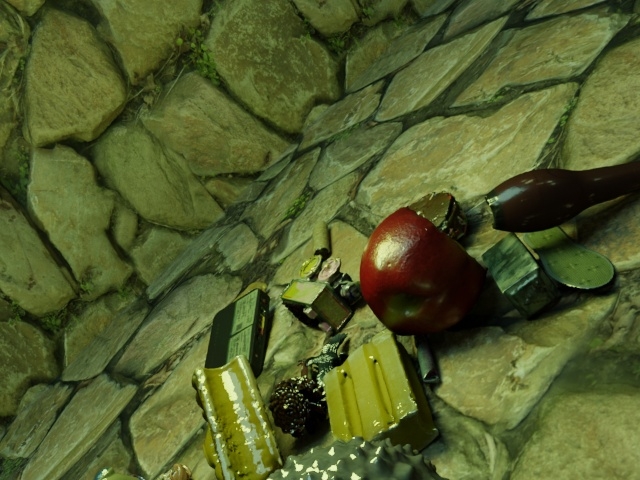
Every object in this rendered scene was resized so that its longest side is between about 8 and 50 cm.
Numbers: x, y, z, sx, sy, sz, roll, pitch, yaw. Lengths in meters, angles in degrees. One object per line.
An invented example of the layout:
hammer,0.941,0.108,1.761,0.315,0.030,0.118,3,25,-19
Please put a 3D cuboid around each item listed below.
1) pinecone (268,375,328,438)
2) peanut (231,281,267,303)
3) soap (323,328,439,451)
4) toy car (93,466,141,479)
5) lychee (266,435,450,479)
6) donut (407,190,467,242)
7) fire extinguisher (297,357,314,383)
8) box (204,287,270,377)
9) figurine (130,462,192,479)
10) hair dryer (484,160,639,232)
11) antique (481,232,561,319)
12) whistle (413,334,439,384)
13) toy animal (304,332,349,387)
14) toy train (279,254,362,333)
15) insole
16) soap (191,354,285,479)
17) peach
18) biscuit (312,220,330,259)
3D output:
pinecone,-0.044,0.370,1.662,0.140,0.140,0.120,-26,-12,40
peanut,-0.242,0.204,2.467,0.174,0.080,0.080,-49,20,-25
soap,0.113,0.327,1.495,0.199,0.091,0.315,-39,19,10
toy car,-0.271,0.552,1.408,0.226,0.336,0.242,-51,21,-25
lychee,0.046,0.449,0.973,0.380,0.380,0.432,-45,-1,-4
donut,0.257,-0.011,1.895,0.269,0.103,0.270,-36,19,15
fire extinguisher,-0.029,0.335,1.812,0.035,0.048,0.173,-58,11,16
box,-0.253,0.308,2.235,0.211,0.058,0.350,-32,30,24
figurine,-0.397,0.628,1.868,0.156,0.126,0.114,-11,54,-13
hair dryer,0.493,-0.092,1.600,0.312,0.123,0.340,-14,-1,2
antique,0.396,0.071,1.472,0.086,0.088,0.183,-40,19,13
whistle,0.218,0.243,1.546,0.033,0.033,0.176,-38,19,15
toy animal,0.019,0.291,1.790,0.108,0.062,0.220,-32,16,30
toy train,0.004,0.141,2.020,0.177,0.134,0.260,-49,20,-16
insole,0.482,0.027,1.470,0.109,0.007,0.322,-21,21,3
soap,-0.176,0.486,1.695,0.169,0.305,0.339,-17,48,-11
peach,0.227,0.047,1.609,0.281,0.281,0.338,-28,16,37
biscuit,0.000,0.000,2.440,0.061,0.055,0.219,-48,17,21
